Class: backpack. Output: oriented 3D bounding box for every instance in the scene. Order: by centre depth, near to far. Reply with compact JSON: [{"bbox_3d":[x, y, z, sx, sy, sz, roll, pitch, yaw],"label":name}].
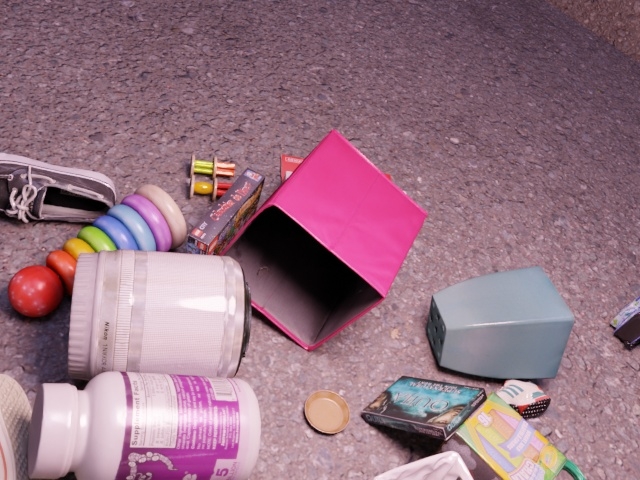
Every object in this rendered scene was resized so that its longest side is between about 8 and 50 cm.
[{"bbox_3d":[0.728,0.178,1.501,0.114,0.105,0.084,-14,56,-37],"label":"backpack"}]

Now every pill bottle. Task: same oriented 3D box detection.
[{"bbox_3d":[-0.253,0.277,0.956,0.302,0.169,0.169,9,45,-28],"label":"pill bottle"}]

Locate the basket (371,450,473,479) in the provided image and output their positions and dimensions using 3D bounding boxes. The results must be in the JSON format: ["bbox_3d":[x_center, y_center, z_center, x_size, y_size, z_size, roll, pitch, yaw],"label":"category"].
[{"bbox_3d":[0.159,0.425,1.052,0.167,0.103,0.113,-9,52,-26],"label":"basket"}]

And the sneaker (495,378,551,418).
[{"bbox_3d":[0.365,0.308,1.286,0.161,0.057,0.075,-3,33,-21],"label":"sneaker"}]

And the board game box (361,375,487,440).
[{"bbox_3d":[0.179,0.288,1.155,0.126,0.186,0.026,-30,107,-39],"label":"board game box"}]

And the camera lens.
[{"bbox_3d":[-0.263,0.127,1.092,0.275,0.219,0.219,5,47,-17],"label":"camera lens"}]

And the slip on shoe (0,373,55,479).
[{"bbox_3d":[-0.439,0.349,0.910,0.101,0.123,0.331,-29,64,1],"label":"slip on shoe"}]

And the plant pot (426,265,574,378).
[{"bbox_3d":[0.340,0.168,1.311,0.235,0.165,0.165,-3,35,-7],"label":"plant pot"}]

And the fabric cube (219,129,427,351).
[{"bbox_3d":[0.000,0.000,1.247,0.259,0.254,0.258,41,46,-7],"label":"fabric cube"}]

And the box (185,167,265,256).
[{"bbox_3d":[-0.192,-0.018,1.300,0.044,0.159,0.233,27,45,5],"label":"box"}]

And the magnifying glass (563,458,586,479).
[{"bbox_3d":[0.427,0.486,1.155,0.092,0.026,0.231,20,43,-2],"label":"magnifying glass"}]

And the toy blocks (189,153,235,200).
[{"bbox_3d":[-0.217,-0.137,1.478,0.148,0.054,0.123,6,47,-16],"label":"toy blocks"}]

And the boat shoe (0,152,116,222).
[{"bbox_3d":[-0.552,-0.085,1.263,0.307,0.113,0.105,11,30,-24],"label":"boat shoe"}]

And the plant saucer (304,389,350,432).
[{"bbox_3d":[0.011,0.306,1.171,0.084,0.015,0.083,10,46,-11],"label":"plant saucer"}]

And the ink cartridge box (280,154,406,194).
[{"bbox_3d":[0.054,-0.113,1.552,0.297,0.066,0.261,8,47,-14],"label":"ink cartridge box"}]

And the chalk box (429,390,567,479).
[{"bbox_3d":[0.316,0.394,1.122,0.213,0.132,0.132,43,49,19],"label":"chalk box"}]

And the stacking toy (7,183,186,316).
[{"bbox_3d":[-0.409,0.031,1.208,0.141,0.141,0.330,39,54,17],"label":"stacking toy"}]
